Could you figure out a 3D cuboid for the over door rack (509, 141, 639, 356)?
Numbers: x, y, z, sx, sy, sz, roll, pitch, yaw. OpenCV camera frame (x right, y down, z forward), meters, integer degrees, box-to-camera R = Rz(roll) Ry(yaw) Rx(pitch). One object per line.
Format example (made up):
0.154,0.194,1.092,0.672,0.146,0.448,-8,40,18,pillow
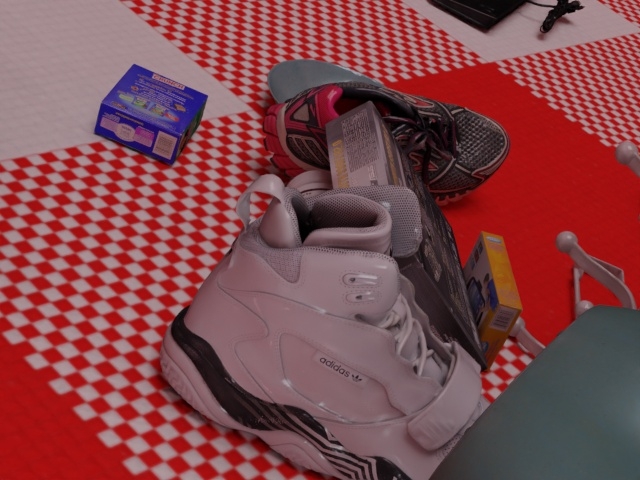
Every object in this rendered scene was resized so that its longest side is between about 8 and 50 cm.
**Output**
0.287,0.006,1.256,0.108,0.239,0.324,31,32,5,over door rack

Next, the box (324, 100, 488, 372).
0.078,0.002,1.201,0.183,0.056,0.231,54,16,-32,box

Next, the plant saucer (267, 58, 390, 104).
0.024,-0.147,1.502,0.195,0.037,0.195,17,31,-11,plant saucer

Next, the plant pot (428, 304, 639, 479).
0.212,0.185,0.854,0.235,0.293,0.293,43,36,15,plant pot

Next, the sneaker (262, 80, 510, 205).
0.090,-0.106,1.375,0.299,0.112,0.121,0,76,-34,sneaker

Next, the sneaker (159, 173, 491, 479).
0.066,0.091,1.007,0.366,0.210,0.137,24,32,0,sneaker

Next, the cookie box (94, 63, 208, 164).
-0.177,-0.135,1.348,0.092,0.040,0.107,23,32,0,cookie box

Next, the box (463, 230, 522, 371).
0.160,0.053,1.248,0.028,0.081,0.136,14,32,-14,box

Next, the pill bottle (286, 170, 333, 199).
0.000,0.000,1.220,0.086,0.086,0.152,15,33,-14,pill bottle

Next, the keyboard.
0.309,-0.389,2.059,0.201,0.033,0.317,25,32,15,keyboard
